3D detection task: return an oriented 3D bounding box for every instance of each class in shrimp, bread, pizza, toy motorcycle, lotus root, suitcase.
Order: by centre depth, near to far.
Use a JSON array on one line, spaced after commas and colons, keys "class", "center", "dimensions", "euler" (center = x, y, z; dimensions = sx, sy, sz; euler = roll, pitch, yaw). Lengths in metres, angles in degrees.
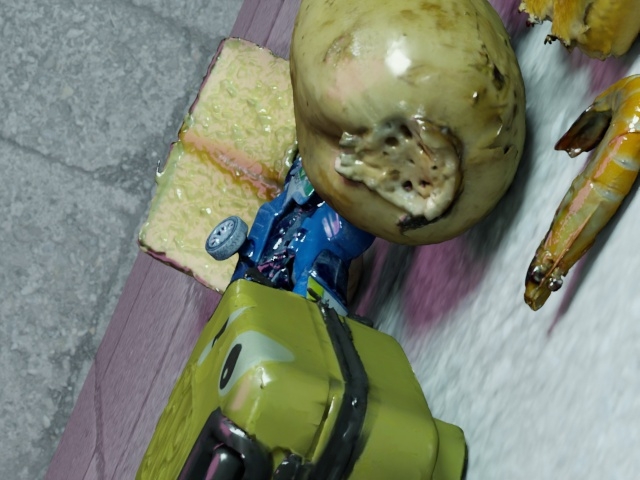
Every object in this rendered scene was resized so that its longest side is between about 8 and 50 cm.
[{"class": "shrimp", "center": [0.129, -0.025, 0.756], "dimensions": [0.127, 0.025, 0.091], "euler": [-63, 11, 4]}, {"class": "suitcase", "center": [-0.019, 0.138, 0.836], "dimensions": [0.235, 0.143, 0.194], "euler": [-112, 47, -75]}, {"class": "pizza", "center": [0.156, -0.184, 0.842], "dimensions": [0.226, 0.069, 0.147], "euler": [-110, 28, -69]}, {"class": "lotus root", "center": [0.049, -0.104, 0.956], "dimensions": [0.284, 0.146, 0.160], "euler": [-88, 14, -61]}, {"class": "toy motorcycle", "center": [0.000, 0.000, 1.064], "dimensions": [0.135, 0.092, 0.254], "euler": [-21, 34, 38]}, {"class": "bread", "center": [-0.083, -0.075, 1.659], "dimensions": [0.266, 0.178, 0.142], "euler": [-64, -20, 3]}]

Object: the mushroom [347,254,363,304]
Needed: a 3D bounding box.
[{"class": "mushroom", "center": [-0.004, 0.025, 1.174], "dimensions": [0.083, 0.067, 0.083], "euler": [-163, 90, -83]}]
